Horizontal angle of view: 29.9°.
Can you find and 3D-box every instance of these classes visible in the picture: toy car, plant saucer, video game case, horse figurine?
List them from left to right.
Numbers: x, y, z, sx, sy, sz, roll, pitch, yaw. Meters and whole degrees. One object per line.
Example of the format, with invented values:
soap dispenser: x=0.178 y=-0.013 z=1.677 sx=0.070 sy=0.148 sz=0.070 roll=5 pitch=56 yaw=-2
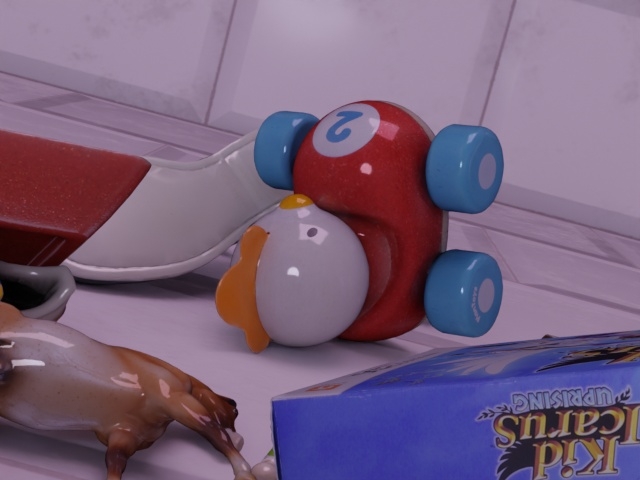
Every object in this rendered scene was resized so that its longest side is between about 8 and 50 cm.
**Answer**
plant saucer: x=-0.267 y=-0.011 z=0.732 sx=0.258 sy=0.048 sz=0.259 roll=10 pitch=-21 yaw=-26
horse figurine: x=-0.145 y=0.082 z=0.616 sx=0.263 sy=0.066 sz=0.174 roll=14 pitch=14 yaw=-20
toy car: x=0.000 y=0.000 z=0.976 sx=0.219 sy=0.210 sz=0.238 roll=9 pitch=17 yaw=34
video game case: x=0.147 y=0.083 z=0.625 sx=0.269 sy=0.061 sz=0.244 roll=-8 pitch=-2 yaw=24

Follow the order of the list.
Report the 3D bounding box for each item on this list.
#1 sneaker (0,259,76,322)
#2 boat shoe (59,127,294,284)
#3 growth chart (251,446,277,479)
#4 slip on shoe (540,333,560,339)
sneaker: x=-0.226 y=0.032 z=0.668 sx=0.185 sy=0.084 sz=0.070 roll=2 pitch=54 yaw=-53
boat shoe: x=-0.132 y=-0.020 z=1.102 sx=0.319 sy=0.116 sz=0.099 roll=-25 pitch=-9 yaw=-44
growth chart: x=0.082 y=0.149 z=0.712 sx=0.237 sy=0.021 sz=0.172 roll=16 pitch=8 yaw=2
slip on shoe: x=0.221 y=0.117 z=1.046 sx=0.041 sy=0.051 sz=0.135 roll=26 pitch=2 yaw=-7
